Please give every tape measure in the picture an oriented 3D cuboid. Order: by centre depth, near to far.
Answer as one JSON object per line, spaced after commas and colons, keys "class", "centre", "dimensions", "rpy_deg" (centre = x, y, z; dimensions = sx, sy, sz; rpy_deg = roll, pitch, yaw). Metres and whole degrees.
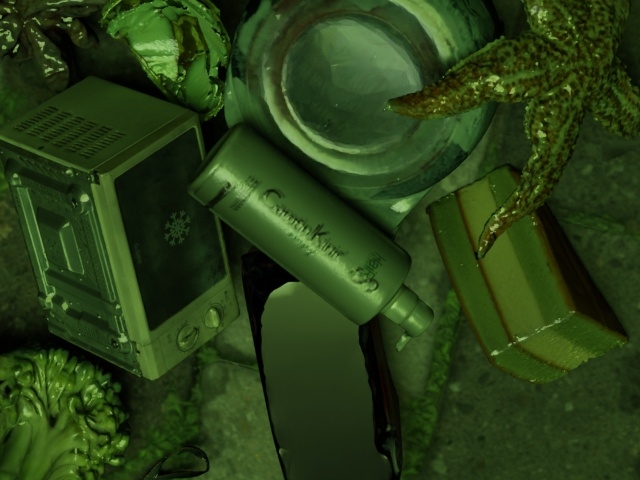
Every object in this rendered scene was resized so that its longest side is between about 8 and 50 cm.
{"class": "tape measure", "centre": [0.043, -0.163, 1.728], "dimensions": [0.256, 0.147, 0.275], "rpy_deg": [34, 118, -2]}
{"class": "tape measure", "centre": [-0.194, 0.303, 1.977], "dimensions": [0.104, 0.107, 0.180], "rpy_deg": [20, 117, 6]}

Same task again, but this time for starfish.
{"class": "starfish", "centre": [0.207, -0.178, 1.630], "dimensions": [0.347, 0.078, 0.358], "rpy_deg": [-32, 118, -21]}

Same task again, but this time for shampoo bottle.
{"class": "shampoo bottle", "centre": [0.000, 0.000, 1.700], "dimensions": [0.262, 0.085, 0.085], "rpy_deg": [38, 113, -10]}

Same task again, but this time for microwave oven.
{"class": "microwave oven", "centre": [-0.204, -0.014, 1.781], "dimensions": [0.194, 0.145, 0.240], "rpy_deg": [19, 133, 36]}

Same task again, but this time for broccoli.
{"class": "broccoli", "centre": [-0.341, 0.233, 1.902], "dimensions": [0.263, 0.243, 0.247], "rpy_deg": [-22, 119, 24]}

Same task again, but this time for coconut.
{"class": "coconut", "centre": [-0.143, -0.200, 1.734], "dimensions": [0.133, 0.055, 0.158], "rpy_deg": [25, 137, 19]}

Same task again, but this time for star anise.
{"class": "star anise", "centre": [-0.268, -0.235, 1.786], "dimensions": [0.231, 0.089, 0.209], "rpy_deg": [-17, 108, 18]}

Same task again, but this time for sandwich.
{"class": "sandwich", "centre": [0.209, 0.036, 1.847], "dimensions": [0.117, 0.144, 0.187], "rpy_deg": [-28, 68, 20]}

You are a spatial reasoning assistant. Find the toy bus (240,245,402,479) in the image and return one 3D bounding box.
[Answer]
{"class": "toy bus", "centre": [0.009, 0.133, 1.849], "dimensions": [0.127, 0.147, 0.302], "rpy_deg": [-8, 111, 11]}
